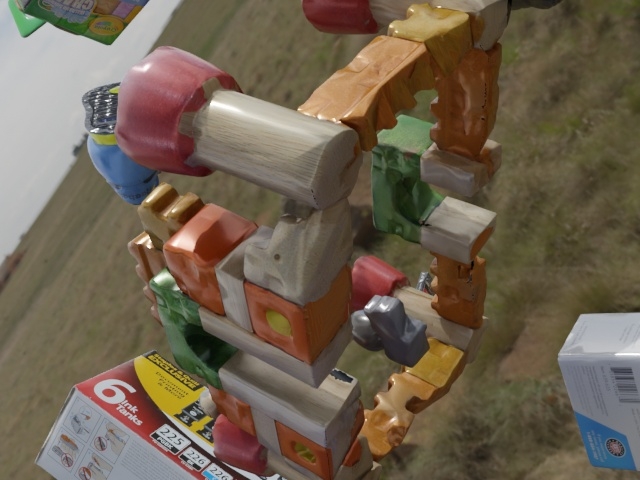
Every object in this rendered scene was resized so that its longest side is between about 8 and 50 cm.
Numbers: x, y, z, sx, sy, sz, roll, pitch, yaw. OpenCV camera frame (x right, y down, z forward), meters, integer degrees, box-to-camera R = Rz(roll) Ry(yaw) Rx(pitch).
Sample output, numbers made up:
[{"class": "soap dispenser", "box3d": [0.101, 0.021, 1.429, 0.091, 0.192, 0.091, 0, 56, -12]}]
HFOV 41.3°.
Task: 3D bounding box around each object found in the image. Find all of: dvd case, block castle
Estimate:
[{"class": "dvd case", "box3d": [0.146, 0.116, 1.203, 0.013, 0.087, 0.119, 4, 64, 30]}, {"class": "block castle", "box3d": [0.000, 0.000, 0.744, 0.303, 0.213, 0.453, -46, -35, -35]}]

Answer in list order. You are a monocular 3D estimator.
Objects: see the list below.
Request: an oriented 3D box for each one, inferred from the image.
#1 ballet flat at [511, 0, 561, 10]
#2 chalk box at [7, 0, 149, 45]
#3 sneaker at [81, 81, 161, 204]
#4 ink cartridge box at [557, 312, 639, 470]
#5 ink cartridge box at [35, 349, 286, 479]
[{"class": "ballet flat", "box3d": [0.155, -0.216, 0.677, 0.049, 0.057, 0.173, -54, 24, 6]}, {"class": "chalk box", "box3d": [-0.274, -0.319, 0.960, 0.213, 0.132, 0.132, -41, 64, 23]}, {"class": "sneaker", "box3d": [-0.184, -0.098, 0.806, 0.069, 0.082, 0.209, -13, 27, -6]}, {"class": "ink cartridge box", "box3d": [0.271, 0.107, 0.590, 0.180, 0.104, 0.060, -5, 25, 38]}, {"class": "ink cartridge box", "box3d": [-0.163, 0.293, 1.138, 0.130, 0.310, 0.272, -60, -12, 14]}]
